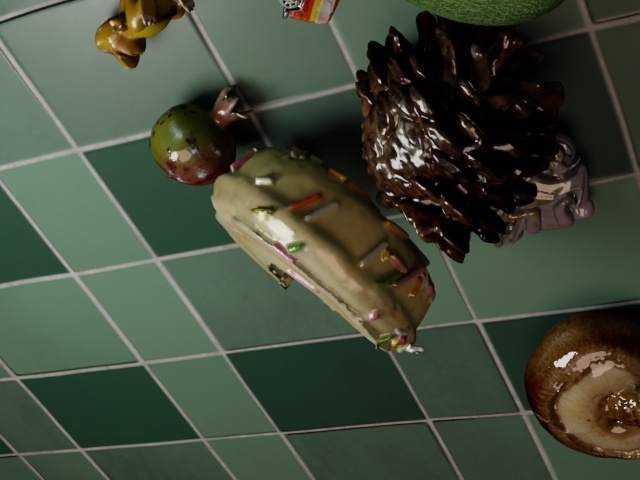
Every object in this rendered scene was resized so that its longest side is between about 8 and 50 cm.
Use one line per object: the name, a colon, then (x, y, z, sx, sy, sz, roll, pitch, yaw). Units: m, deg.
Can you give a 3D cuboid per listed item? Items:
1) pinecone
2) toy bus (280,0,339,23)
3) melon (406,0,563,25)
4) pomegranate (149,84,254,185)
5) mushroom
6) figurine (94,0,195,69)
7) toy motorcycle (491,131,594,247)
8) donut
pinecone: (0.173, -0.147, 1.356, 0.242, 0.298, 0.296, -13, 151, -30)
toy bus: (0.003, -0.351, 1.335, 0.077, 0.079, 0.174, 15, 137, -10)
melon: (0.173, -0.336, 1.216, 0.288, 0.182, 0.182, 20, 137, 0)
pomegranate: (-0.168, -0.149, 1.572, 0.159, 0.129, 0.129, -29, 128, -5)
mushroom: (0.468, 0.230, 1.716, 0.278, 0.163, 0.297, -7, 132, 35)
figurine: (-0.261, -0.312, 1.458, 0.122, 0.121, 0.176, 57, 140, 1)
toy motorcycle: (0.309, -0.061, 1.531, 0.152, 0.073, 0.225, 28, 135, -15)
donut: (-0.008, -0.007, 1.528, 0.307, 0.150, 0.371, 46, 170, -36)
